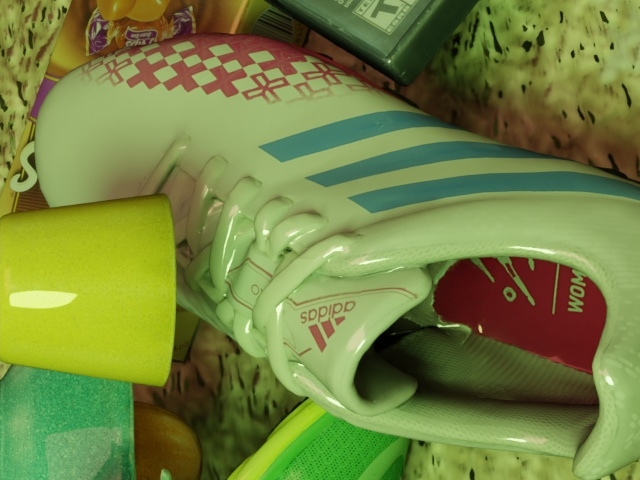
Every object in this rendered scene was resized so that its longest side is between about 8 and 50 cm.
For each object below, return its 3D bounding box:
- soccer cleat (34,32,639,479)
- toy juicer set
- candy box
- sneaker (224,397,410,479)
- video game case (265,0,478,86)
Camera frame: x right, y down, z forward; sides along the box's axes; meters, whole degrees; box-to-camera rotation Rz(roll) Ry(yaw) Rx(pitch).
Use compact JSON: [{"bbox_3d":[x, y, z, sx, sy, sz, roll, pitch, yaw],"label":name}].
[{"bbox_3d":[0.000,0.000,0.748,0.331,0.143,0.116,15,118,28],"label":"soccer cleat"},{"bbox_3d":[-0.091,0.127,0.793,0.329,0.089,0.209,120,149,-67],"label":"toy juicer set"},{"bbox_3d":[-0.083,-0.048,0.924,0.109,0.053,0.186,22,94,37],"label":"candy box"},{"bbox_3d":[-0.007,0.201,0.788,0.123,0.109,0.295,15,86,16],"label":"sneaker"},{"bbox_3d":[0.004,-0.204,0.882,0.274,0.026,0.196,36,85,38],"label":"video game case"}]
